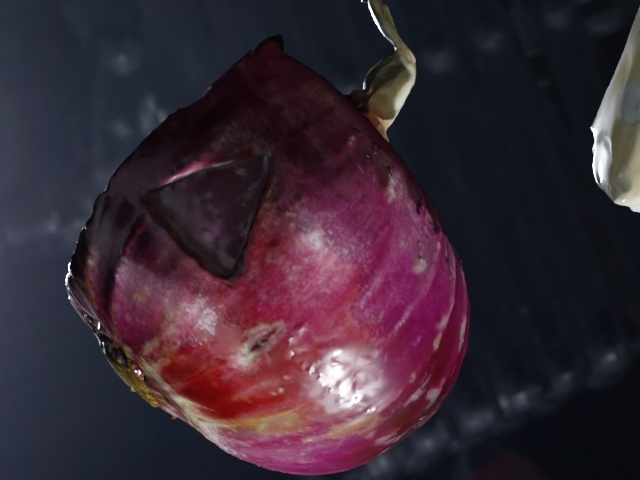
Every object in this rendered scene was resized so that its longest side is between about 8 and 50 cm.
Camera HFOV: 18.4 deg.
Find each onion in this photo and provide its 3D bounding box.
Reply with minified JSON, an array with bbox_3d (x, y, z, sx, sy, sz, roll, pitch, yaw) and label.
[{"bbox_3d":[-0.015,0.026,1.199,0.230,0.272,0.256,48,17,4],"label":"onion"}]

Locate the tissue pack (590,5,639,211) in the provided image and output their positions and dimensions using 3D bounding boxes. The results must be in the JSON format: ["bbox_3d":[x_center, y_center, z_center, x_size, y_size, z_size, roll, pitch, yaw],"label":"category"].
[{"bbox_3d":[0.247,-0.107,0.962,0.090,0.186,0.222,-108,-147,-67],"label":"tissue pack"}]
